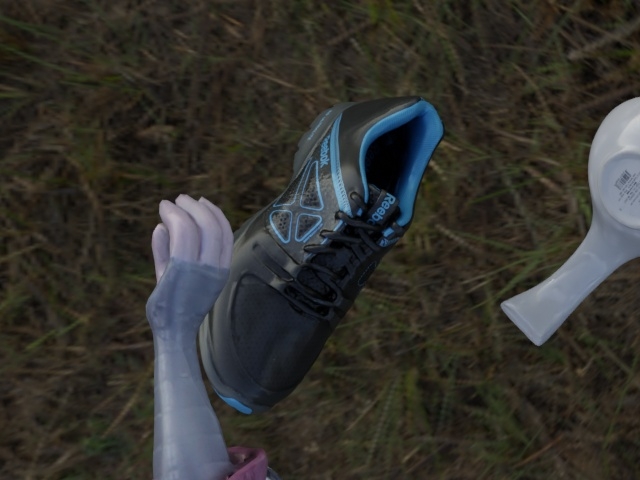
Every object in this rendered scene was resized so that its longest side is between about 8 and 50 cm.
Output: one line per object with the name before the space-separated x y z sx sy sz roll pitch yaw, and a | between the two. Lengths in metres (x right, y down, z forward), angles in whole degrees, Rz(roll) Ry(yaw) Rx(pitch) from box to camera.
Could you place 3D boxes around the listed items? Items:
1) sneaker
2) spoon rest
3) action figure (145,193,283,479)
sneaker | 0.000 0.000 1.270 0.139 0.125 0.341 -11 49 57
spoon rest | 0.268 -0.017 1.254 0.137 0.084 0.276 48 133 16
action figure | -0.099 0.163 0.451 0.248 0.370 0.276 -55 54 38
